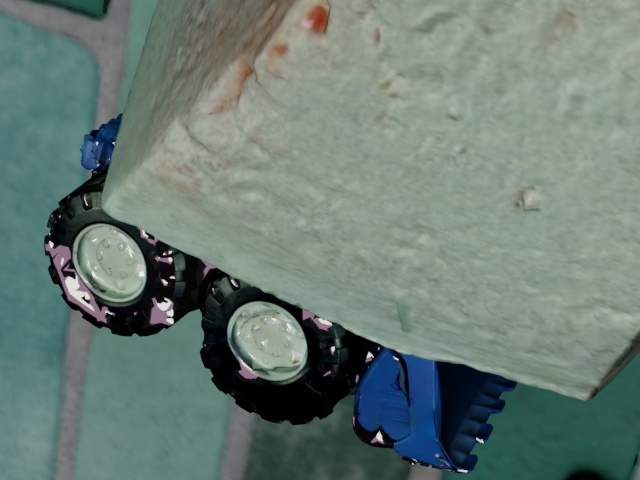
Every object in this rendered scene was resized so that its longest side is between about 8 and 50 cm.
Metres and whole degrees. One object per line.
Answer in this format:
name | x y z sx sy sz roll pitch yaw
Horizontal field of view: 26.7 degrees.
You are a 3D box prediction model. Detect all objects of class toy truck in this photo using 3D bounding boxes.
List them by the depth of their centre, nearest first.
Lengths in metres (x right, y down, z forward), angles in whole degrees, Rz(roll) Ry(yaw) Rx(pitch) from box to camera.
toy truck | 0.000 0.000 0.581 0.208 0.113 0.126 28 119 9

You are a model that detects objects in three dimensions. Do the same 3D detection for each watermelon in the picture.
watermelon | 0.089 -0.103 0.391 0.387 0.258 0.228 -40 82 8

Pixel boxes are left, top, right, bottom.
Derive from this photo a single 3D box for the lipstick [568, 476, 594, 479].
lipstick | 0.247 0.230 0.604 0.356 0.057 0.057 36 121 6
